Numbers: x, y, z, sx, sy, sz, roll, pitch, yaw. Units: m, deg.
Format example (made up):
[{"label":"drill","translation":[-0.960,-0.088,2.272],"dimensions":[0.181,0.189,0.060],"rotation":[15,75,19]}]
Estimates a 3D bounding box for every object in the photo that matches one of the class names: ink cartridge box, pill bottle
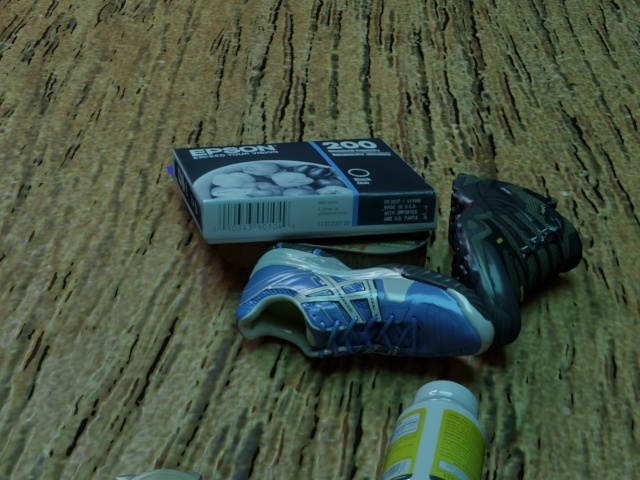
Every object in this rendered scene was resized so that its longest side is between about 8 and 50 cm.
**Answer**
[{"label":"ink cartridge box","translation":[-0.026,-0.057,0.987],"dimensions":[0.206,0.045,0.208],"rotation":[-4,22,-17]},{"label":"pill bottle","translation":[0.076,0.148,0.725],"dimensions":[0.065,0.065,0.116],"rotation":[9,35,10]}]

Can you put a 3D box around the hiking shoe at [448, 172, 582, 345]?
[{"label":"hiking shoe","translation":[0.168,0.007,0.923],"dimensions":[0.114,0.086,0.227],"rotation":[1,33,4]}]

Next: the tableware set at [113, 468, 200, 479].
[{"label":"tableware set","translation":[-0.121,0.209,0.663],"dimensions":[0.141,0.020,0.169],"rotation":[-13,38,-18]}]

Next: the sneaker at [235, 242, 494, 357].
[{"label":"sneaker","translation":[0.031,0.064,0.849],"dimensions":[0.211,0.080,0.081],"rotation":[8,39,26]}]

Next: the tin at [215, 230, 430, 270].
[{"label":"tin","translation":[0.000,0.000,0.954],"dimensions":[0.189,0.040,0.106],"rotation":[7,18,9]}]
